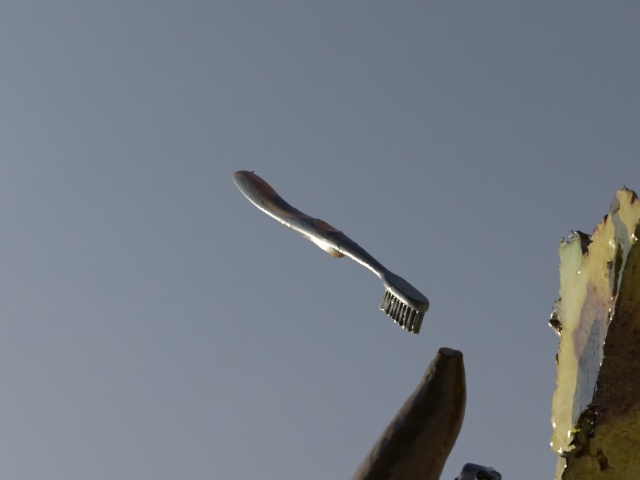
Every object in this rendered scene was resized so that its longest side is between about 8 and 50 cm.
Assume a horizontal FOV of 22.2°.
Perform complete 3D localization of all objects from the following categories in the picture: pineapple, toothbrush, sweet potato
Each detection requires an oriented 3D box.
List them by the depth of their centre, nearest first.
[{"bbox_3d":[0.241,0.065,1.186,0.140,0.164,0.250,6,-74,-10],"label":"pineapple"},{"bbox_3d":[0.052,0.194,1.186,0.077,0.077,0.243,28,-106,-45],"label":"sweet potato"},{"bbox_3d":[0.001,-0.003,1.297,0.023,0.321,0.031,8,-72,-31],"label":"toothbrush"}]

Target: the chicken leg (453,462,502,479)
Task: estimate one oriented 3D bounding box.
[{"bbox_3d":[0.138,0.273,1.590,0.105,0.063,0.234,-56,-7,-19],"label":"chicken leg"}]
